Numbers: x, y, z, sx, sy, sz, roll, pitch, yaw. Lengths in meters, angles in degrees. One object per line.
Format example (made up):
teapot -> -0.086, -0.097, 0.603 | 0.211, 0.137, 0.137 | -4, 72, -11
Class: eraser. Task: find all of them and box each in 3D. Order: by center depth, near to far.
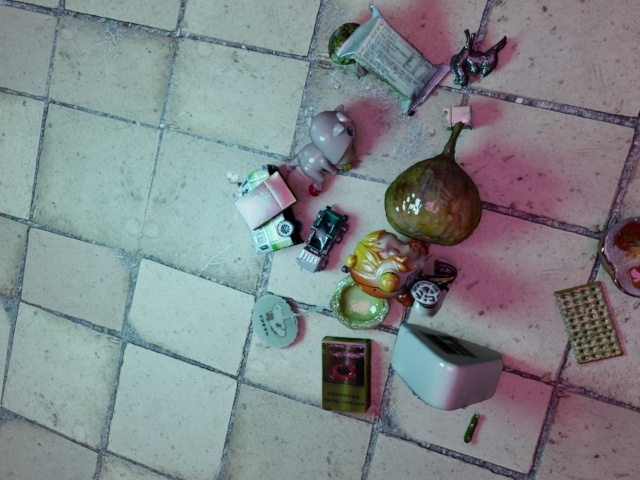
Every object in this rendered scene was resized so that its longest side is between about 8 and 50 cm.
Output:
eraser -> 0.352, 0.368, 1.585 | 0.331, 0.331, 0.150 | 14, 97, 13

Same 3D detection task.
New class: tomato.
tomato -> 0.885, 0.043, 1.465 | 0.199, 0.112, 0.228 | -19, 89, 8

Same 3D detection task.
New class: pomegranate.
pomegranate -> 0.100, -0.586, 1.613 | 0.138, 0.125, 0.163 | -38, 95, -20

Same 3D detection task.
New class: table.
table -> 0.411, -0.363, 1.572 | 0.083, 0.079, 0.062 | 0, 93, 17

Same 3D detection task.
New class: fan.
fan -> -0.104, 0.259, 1.765 | 0.329, 0.009, 0.190 | -19, 88, 29

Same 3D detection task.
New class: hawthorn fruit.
hawthorn fruit -> 0.281, 0.162, 1.659 | 0.081, 0.081, 0.093 | 37, 84, 9

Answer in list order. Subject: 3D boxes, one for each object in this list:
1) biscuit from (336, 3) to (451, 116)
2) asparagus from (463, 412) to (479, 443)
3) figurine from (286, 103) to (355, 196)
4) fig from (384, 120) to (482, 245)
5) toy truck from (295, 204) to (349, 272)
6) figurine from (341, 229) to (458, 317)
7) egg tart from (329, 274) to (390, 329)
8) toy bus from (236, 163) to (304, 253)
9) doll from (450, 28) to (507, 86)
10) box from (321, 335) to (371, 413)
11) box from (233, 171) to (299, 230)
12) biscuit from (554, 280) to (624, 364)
biscuit -> 0.218, -0.529, 1.561 | 0.309, 0.079, 0.186 | 31, 106, -22
asparagus -> 0.484, 0.594, 1.668 | 0.025, 0.021, 0.108 | 20, 99, 8
figurine -> 0.017, -0.287, 1.668 | 0.186, 0.176, 0.287 | 21, 123, -29
fig -> 0.359, -0.169, 1.526 | 0.286, 0.286, 0.368 | 24, 87, 12
toy truck -> 0.000, 0.000, 1.696 | 0.110, 0.116, 0.216 | 30, 102, 10
figurine -> 0.224, 0.092, 1.556 | 0.323, 0.320, 0.196 | 29, 117, 20
egg tart -> 0.132, 0.200, 1.699 | 0.197, 0.078, 0.197 | 2, 98, 14
toy bus -> -0.171, -0.097, 1.724 | 0.165, 0.133, 0.276 | -20, 89, 14
doll -> 0.460, -0.535, 1.556 | 0.139, 0.057, 0.165 | 20, 100, 11
box -> 0.084, 0.443, 1.739 | 0.159, 0.071, 0.240 | 2, 96, 17
box -> -0.168, -0.120, 1.628 | 0.175, 0.048, 0.112 | -34, 86, 13
biscuit -> 0.796, 0.247, 1.557 | 0.139, 0.016, 0.231 | -17, 91, 15
